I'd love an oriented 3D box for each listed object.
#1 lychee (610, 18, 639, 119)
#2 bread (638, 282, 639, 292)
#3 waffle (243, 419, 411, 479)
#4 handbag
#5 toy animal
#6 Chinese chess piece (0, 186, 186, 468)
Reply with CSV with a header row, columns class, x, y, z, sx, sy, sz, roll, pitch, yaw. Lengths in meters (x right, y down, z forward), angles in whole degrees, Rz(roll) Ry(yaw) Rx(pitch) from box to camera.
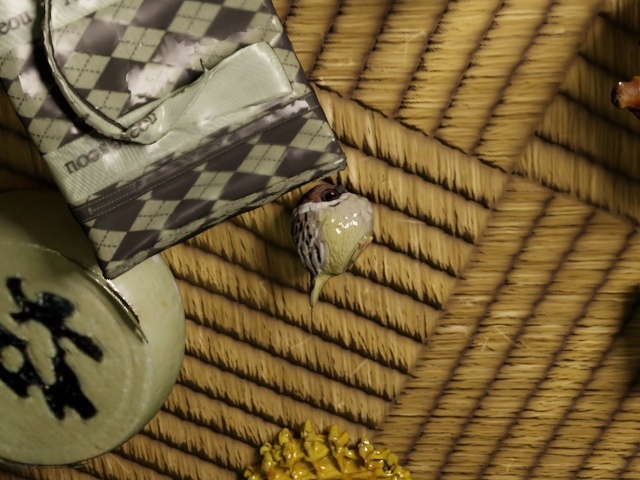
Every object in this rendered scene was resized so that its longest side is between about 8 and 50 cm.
class,x,y,z,sx,sy,sz,roll,pitch,yaw
lychee,0.409,-0.155,1.134,0.300,0.264,0.264,-6,118,-8
bread,0.452,0.082,1.329,0.172,0.103,0.132,-20,83,21
waffle,0.010,0.342,1.578,0.229,0.051,0.231,28,118,-2
handbag,-0.172,-0.207,1.242,0.317,0.180,0.416,-25,107,1
toy animal,0.000,0.000,1.371,0.098,0.098,0.137,33,99,-8
Chinese chess piece,-0.339,0.110,1.460,0.349,0.146,0.349,4,119,7
